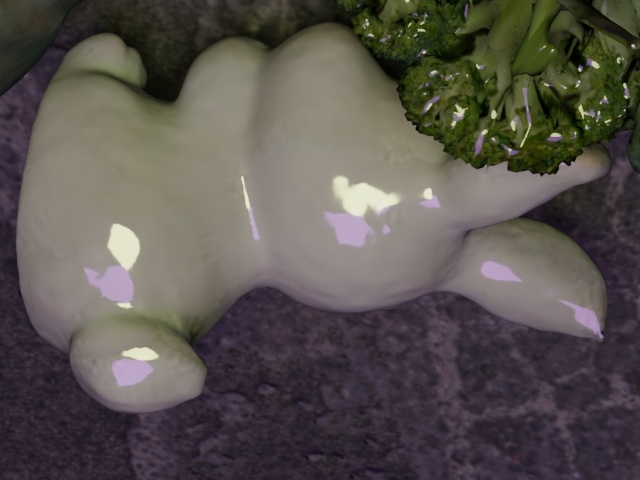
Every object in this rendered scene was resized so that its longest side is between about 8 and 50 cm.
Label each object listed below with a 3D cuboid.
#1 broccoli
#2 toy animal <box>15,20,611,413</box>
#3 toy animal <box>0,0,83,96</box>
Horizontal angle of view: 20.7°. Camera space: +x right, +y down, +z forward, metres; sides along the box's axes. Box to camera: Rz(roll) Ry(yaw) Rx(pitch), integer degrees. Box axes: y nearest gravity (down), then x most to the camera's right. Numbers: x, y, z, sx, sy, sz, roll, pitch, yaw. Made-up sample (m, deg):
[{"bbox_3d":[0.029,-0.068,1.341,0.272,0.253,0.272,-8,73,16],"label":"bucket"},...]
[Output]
[{"bbox_3d":[0.150,-0.170,0.932,0.321,0.283,0.304,-28,93,6],"label":"broccoli"},{"bbox_3d":[-0.003,-0.008,1.118,0.367,0.241,0.196,-6,144,4],"label":"toy animal"},{"bbox_3d":[-0.182,-0.175,1.117,0.251,0.127,0.125,-28,107,12],"label":"toy animal"}]
